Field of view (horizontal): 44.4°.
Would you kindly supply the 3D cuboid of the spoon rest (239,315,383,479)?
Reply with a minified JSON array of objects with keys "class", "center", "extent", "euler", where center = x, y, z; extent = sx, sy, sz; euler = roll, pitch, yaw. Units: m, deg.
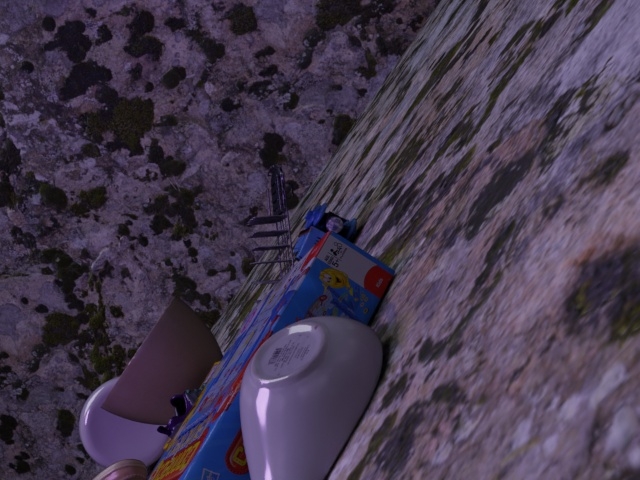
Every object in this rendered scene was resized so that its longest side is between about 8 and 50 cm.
[{"class":"spoon rest","center":[-0.035,0.163,0.635],"extent":[0.137,0.084,0.276],"euler":[-9,32,34]}]

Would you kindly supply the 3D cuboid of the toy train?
[{"class":"toy train","center":[0.000,0.000,1.294],"extent":[0.105,0.080,0.184],"euler":[-63,7,-6]}]

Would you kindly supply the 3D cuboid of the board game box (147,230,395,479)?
[{"class":"board game box","center":[-0.074,0.176,0.879],"extent":[0.301,0.086,0.308],"euler":[-59,7,-30]}]

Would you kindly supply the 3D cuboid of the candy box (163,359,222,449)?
[{"class":"candy box","center":[-0.221,0.314,1.515],"extent":[0.105,0.027,0.205],"euler":[-25,29,48]}]

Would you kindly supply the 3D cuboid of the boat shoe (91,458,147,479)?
[{"class":"boat shoe","center":[-0.437,0.589,1.559],"extent":[0.341,0.122,0.110],"euler":[-58,43,10]}]

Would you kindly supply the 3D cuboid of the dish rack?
[{"class":"dish rack","center":[-0.079,0.019,1.242],"extent":[0.208,0.074,0.271],"euler":[165,100,-80]}]

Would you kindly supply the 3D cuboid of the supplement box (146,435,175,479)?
[{"class":"supplement box","center":[-0.215,0.368,1.034],"extent":[0.078,0.080,0.233],"euler":[-46,10,49]}]

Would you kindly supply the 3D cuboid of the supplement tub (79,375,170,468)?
[{"class":"supplement tub","center":[-0.490,0.462,1.997],"extent":[0.228,0.228,0.316],"euler":[-58,6,-17]}]

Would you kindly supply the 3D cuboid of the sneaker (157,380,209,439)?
[{"class":"sneaker","center":[-0.190,0.259,1.308],"extent":[0.083,0.098,0.223],"euler":[-53,7,28]}]

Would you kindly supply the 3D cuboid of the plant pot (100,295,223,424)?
[{"class":"plant pot","center":[-0.315,0.289,1.704],"extent":[0.284,0.191,0.284],"euler":[-56,5,8]}]
